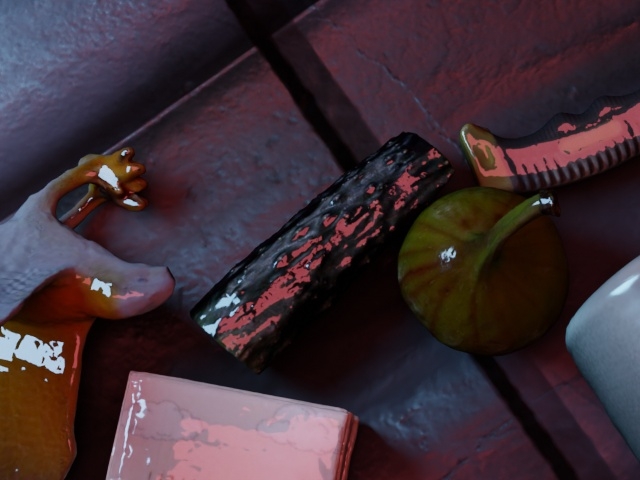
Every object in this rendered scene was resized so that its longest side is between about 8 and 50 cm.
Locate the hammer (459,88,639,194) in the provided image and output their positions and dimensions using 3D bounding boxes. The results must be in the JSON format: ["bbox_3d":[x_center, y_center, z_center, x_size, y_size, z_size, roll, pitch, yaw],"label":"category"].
[{"bbox_3d":[0.220,-0.085,1.239,0.226,0.041,0.159,-19,75,1],"label":"hammer"}]

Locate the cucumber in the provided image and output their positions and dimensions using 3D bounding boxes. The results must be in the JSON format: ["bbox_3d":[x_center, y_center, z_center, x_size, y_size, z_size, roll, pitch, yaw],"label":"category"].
[{"bbox_3d":[-0.002,-0.002,1.218,0.211,0.078,0.062,-47,120,-2],"label":"cucumber"}]

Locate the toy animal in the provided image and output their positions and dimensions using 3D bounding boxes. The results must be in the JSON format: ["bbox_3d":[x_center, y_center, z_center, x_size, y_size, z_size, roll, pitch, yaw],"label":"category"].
[{"bbox_3d":[-0.263,0.035,1.245,0.302,0.225,0.284,-44,56,-17],"label":"toy animal"}]

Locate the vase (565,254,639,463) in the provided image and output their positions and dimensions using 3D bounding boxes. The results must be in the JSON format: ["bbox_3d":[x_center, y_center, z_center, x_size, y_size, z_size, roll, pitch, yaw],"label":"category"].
[{"bbox_3d":[0.305,0.139,1.102,0.245,0.245,0.291,-32,68,-2],"label":"vase"}]

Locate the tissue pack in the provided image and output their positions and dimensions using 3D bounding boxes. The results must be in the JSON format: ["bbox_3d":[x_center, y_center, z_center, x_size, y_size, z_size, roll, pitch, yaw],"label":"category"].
[{"bbox_3d":[-0.086,0.266,1.179,0.170,0.071,0.325,10,79,10],"label":"tissue pack"}]

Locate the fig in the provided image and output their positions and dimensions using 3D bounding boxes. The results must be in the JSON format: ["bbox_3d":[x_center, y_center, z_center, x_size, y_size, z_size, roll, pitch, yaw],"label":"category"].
[{"bbox_3d":[0.121,0.012,1.129,0.124,0.236,0.124,1,80,-4],"label":"fig"}]
